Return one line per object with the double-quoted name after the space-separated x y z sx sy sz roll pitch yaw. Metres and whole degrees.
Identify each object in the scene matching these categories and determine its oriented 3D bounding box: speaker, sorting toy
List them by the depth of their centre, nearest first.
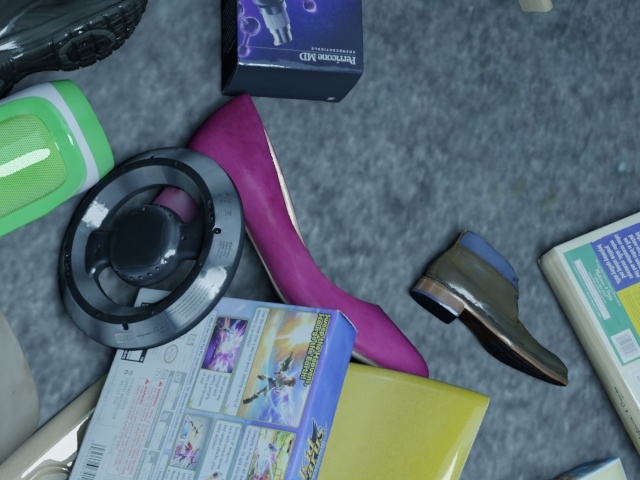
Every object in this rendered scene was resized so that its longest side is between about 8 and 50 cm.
-0.373 -0.059 1.050 0.296 0.131 0.131 -29 88 -18 "speaker"
-0.227 0.275 1.072 0.193 0.038 0.208 -41 86 -19 "sorting toy"

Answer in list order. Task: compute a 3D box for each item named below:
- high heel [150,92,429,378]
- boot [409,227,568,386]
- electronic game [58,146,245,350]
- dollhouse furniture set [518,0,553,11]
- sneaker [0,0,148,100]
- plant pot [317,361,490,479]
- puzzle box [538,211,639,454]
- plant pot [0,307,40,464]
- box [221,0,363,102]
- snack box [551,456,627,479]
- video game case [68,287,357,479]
0.000 0.000 1.130 0.377 0.127 0.181 37 83 -2 "high heel"
0.225 0.081 1.204 0.219 0.082 0.106 35 75 -4 "boot"
-0.183 0.006 1.069 0.229 0.048 0.229 -10 64 22 "electronic game"
0.069 -0.396 1.201 0.174 0.303 0.355 -43 122 -21 "dollhouse furniture set"
-0.330 -0.243 1.112 0.286 0.109 0.130 -27 81 -20 "sneaker"
0.038 0.237 1.067 0.187 0.212 0.212 24 74 4 "plant pot"
0.476 0.148 1.236 0.272 0.052 0.409 -20 76 -20 "puzzle box"
-0.427 0.159 0.920 0.280 0.323 0.323 -27 87 -33 "plant pot"
-0.036 -0.279 1.191 0.153 0.108 0.207 0 79 -15 "box"
0.257 0.372 1.092 0.322 0.060 0.187 -9 79 -44 "snack box"
-0.113 0.188 0.998 0.244 0.061 0.270 4 65 28 "video game case"
